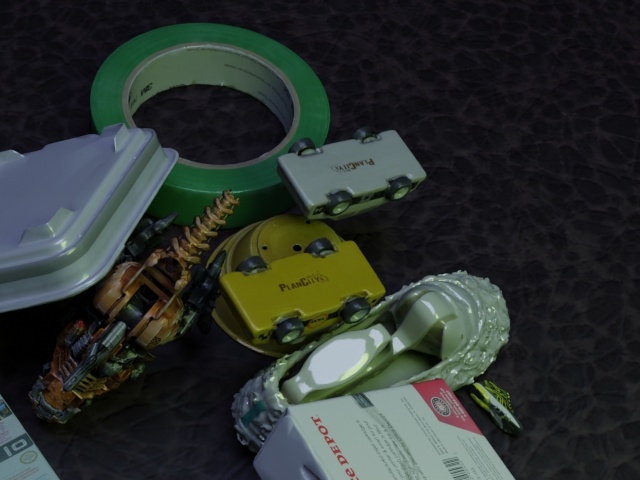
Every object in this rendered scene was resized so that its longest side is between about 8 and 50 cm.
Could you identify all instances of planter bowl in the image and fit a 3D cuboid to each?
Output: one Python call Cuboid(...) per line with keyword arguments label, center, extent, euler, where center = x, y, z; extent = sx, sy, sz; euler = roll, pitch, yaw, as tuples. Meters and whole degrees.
Cuboid(label="planter bowl", center=(-0.034, 0.033, 1.622), extent=(0.217, 0.090, 0.217), euler=(5, 51, -6))

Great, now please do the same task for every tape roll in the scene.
Cuboid(label="tape roll", center=(-0.150, -0.160, 1.770), extent=(0.321, 0.077, 0.321), euler=(5, 51, -6))

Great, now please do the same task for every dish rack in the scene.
Cuboid(label="dish rack", center=(-0.335, -0.033, 1.508), extent=(0.285, 0.072, 0.333), euler=(-12, 27, 21))

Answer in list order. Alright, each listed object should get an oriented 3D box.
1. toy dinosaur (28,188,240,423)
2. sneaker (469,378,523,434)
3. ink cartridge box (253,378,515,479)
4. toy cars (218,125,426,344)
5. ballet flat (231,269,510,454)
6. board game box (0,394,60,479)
Cuboid(label="toy dinosaur", center=(-0.192, 0.075, 1.446), extent=(0.322, 0.164, 0.218), euler=(-25, 12, 18))
Cuboid(label="sneaker", center=(0.217, 0.195, 1.572), extent=(0.035, 0.031, 0.083), euler=(-28, 60, -29))
Cuboid(label="ink cartridge box", center=(0.072, 0.255, 1.404), extent=(0.237, 0.100, 0.172), euler=(-5, 48, -41))
Cuboid(label="toy cars", center=(0.000, 0.000, 1.544), extent=(0.176, 0.087, 0.394), euler=(26, 46, -4))
Cuboid(label="ballet flat", center=(0.083, 0.132, 1.535), extent=(0.409, 0.147, 0.147), euler=(-27, 60, -29))
Cuboid(label="board game box", center=(-0.418, 0.251, 1.365), extent=(0.224, 0.097, 0.303), euler=(-26, 61, -29))
